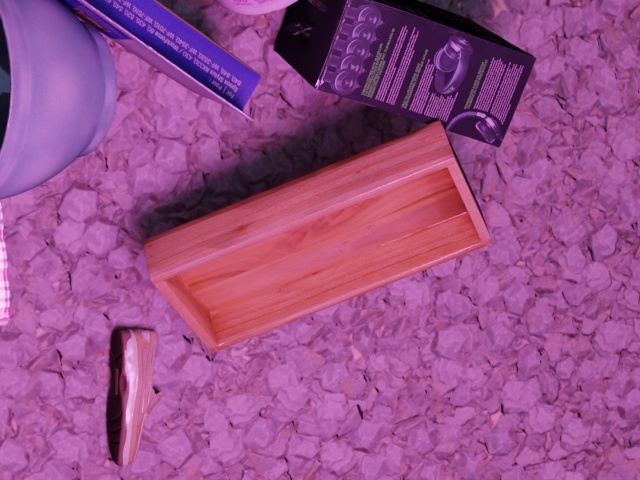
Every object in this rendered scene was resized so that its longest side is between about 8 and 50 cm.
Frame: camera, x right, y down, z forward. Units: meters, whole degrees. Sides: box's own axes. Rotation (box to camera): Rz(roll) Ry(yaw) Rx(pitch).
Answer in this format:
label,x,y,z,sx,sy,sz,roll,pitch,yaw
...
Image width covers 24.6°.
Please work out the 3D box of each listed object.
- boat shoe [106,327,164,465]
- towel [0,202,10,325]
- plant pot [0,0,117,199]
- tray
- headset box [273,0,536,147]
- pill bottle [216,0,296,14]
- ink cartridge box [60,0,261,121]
label,x,y,z,sx,sy,sz,roll,pitch,yaw
boat shoe,-0.247,0.214,1.999,0.072,0.068,0.190,1,100,-30
towel,-0.481,0.021,1.907,0.144,0.029,0.197,-5,99,-17
plant pot,-0.374,-0.188,1.788,0.196,0.293,0.293,-4,103,-45
tray,0.000,0.000,1.911,0.411,0.076,0.203,-22,142,8
headset box,0.094,-0.248,1.914,0.283,0.246,0.131,16,104,-21
pill bottle,-0.113,-0.424,1.790,0.169,0.169,0.301,-44,147,-6
ink cartridge box,-0.220,-0.266,1.784,0.304,0.307,0.072,34,87,-21
